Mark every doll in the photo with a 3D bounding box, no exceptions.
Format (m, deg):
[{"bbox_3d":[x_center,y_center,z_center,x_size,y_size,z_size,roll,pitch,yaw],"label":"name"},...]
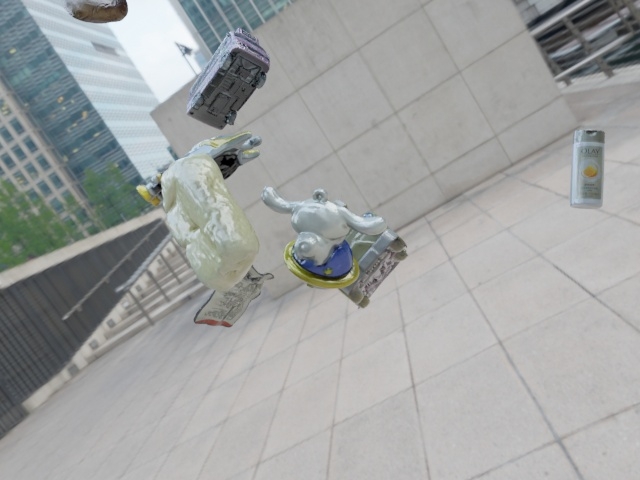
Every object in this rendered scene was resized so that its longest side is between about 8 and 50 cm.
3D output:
[{"bbox_3d":[-0.285,-0.177,1.263,0.317,0.103,0.145,-30,-33,-3],"label":"doll"},{"bbox_3d":[-0.030,-0.002,1.237,0.159,0.311,0.242,-51,-16,-35],"label":"doll"}]

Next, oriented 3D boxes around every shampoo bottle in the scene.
[{"bbox_3d":[0.777,-0.207,1.509,0.086,0.227,0.056,5,-7,10],"label":"shampoo bottle"}]

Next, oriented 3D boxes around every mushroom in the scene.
[{"bbox_3d":[-0.424,-0.453,0.973,0.123,0.123,0.052,-38,-19,-34],"label":"mushroom"}]

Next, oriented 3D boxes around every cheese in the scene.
[{"bbox_3d":[-0.210,-0.040,0.962,0.093,0.262,0.159,-15,-27,-40],"label":"cheese"}]

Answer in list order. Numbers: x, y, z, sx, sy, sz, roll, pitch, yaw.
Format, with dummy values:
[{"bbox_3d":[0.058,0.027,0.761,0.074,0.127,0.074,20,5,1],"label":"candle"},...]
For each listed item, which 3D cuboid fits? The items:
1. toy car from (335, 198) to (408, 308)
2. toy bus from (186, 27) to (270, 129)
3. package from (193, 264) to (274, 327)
[{"bbox_3d":[0.104,0.044,1.527,0.242,0.226,0.336,-50,-15,-1],"label":"toy car"},{"bbox_3d":[-0.188,-0.326,1.055,0.199,0.096,0.108,-40,43,36],"label":"toy bus"},{"bbox_3d":[-0.243,0.155,1.472,0.232,0.040,0.166,-49,-35,13],"label":"package"}]
